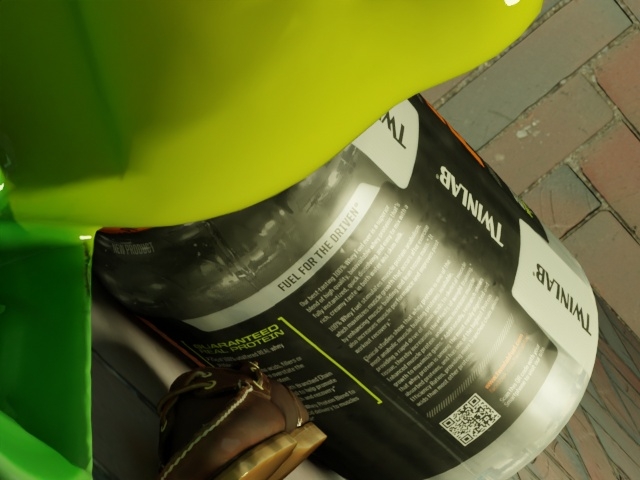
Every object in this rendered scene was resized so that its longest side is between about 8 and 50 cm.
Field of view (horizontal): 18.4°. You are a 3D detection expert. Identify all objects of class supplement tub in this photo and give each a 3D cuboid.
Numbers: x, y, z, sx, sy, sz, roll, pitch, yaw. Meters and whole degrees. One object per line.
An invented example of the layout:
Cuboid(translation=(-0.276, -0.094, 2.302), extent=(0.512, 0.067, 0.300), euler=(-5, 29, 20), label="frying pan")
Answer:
Cuboid(translation=(0.000, 0.000, 1.166), extent=(0.338, 0.207, 0.207), euler=(42, 14, -39), label="supplement tub")

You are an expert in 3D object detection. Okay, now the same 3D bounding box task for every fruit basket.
Cuboid(translation=(-0.121, -0.087, 0.552), extent=(0.283, 0.392, 0.392), euler=(46, 12, -23), label="fruit basket")

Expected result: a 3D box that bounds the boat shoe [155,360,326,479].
Cuboid(translation=(-0.052, 0.099, 1.000), extent=(0.073, 0.073, 0.207), euler=(50, 4, 6), label="boat shoe")
